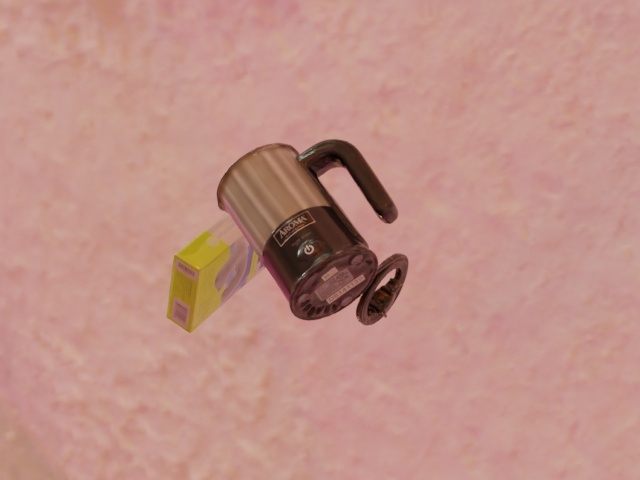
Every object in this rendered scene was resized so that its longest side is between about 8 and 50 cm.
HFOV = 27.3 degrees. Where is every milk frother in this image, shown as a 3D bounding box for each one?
[{"bbox_3d":[0.000,0.000,1.138,0.135,0.129,0.143,55,163,32],"label":"milk frother"}]

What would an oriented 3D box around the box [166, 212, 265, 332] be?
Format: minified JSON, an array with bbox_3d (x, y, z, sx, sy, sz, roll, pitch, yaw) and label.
[{"bbox_3d":[-0.102,0.014,1.500,0.042,0.178,0.109,32,137,18],"label":"box"}]
